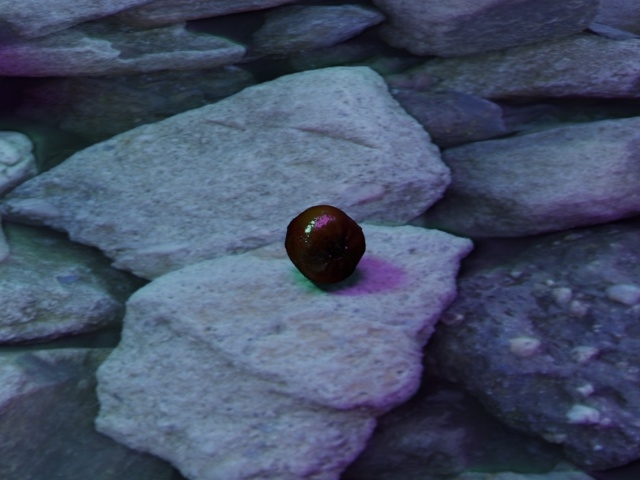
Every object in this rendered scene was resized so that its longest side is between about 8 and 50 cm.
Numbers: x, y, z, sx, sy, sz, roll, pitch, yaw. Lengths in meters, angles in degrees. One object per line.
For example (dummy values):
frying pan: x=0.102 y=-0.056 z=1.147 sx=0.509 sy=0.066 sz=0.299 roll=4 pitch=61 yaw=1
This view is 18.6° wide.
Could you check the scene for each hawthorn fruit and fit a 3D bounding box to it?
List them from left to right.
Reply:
hawthorn fruit: x=0.001 y=0.002 z=1.765 sx=0.077 sy=0.077 sz=0.077 roll=-2 pitch=29 yaw=1
